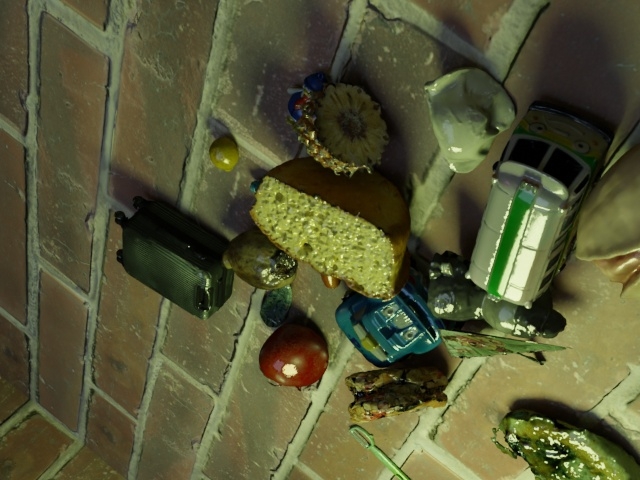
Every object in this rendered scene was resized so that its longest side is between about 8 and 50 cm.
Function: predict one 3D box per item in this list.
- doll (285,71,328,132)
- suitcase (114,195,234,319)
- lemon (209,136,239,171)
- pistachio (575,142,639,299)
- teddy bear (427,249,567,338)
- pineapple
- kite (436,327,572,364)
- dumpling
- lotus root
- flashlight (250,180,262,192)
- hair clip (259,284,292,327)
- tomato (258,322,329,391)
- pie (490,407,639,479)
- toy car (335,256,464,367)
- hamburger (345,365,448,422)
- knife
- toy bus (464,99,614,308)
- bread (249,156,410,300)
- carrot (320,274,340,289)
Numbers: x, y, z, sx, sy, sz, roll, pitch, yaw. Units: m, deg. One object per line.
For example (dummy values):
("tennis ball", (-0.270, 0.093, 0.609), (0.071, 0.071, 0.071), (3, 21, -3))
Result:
("doll", (-0.023, -0.260, 1.667), (0.099, 0.057, 0.143), (52, 139, 15))
("suitcase", (-0.352, 0.041, 2.179), (0.312, 0.128, 0.202), (31, 140, 17))
("lemon", (-0.203, -0.181, 1.896), (0.062, 0.062, 0.083), (13, 130, 34))
("pistachio", (0.496, -0.032, 1.267), (0.230, 0.230, 0.309), (43, 144, 2))
("teddy bear", (0.323, 0.097, 1.632), (0.251, 0.144, 0.171), (14, 170, 12))
("pineapple", (0.020, -0.189, 1.609), (0.176, 0.161, 0.137), (34, 152, -20))
("kite", (0.323, 0.199, 1.690), (0.267, 0.013, 0.323), (20, 161, -26))
("dumpling", (0.248, -0.198, 1.462), (0.134, 0.100, 0.169), (-17, 97, 9))
("lotus root", (-0.139, 0.038, 1.989), (0.214, 0.138, 0.138), (7, 129, 39))
("flashlight", (-0.092, -0.100, 1.886), (0.129, 0.051, 0.051), (19, 136, 37))
("hair clip", (-0.097, 0.142, 2.117), (0.066, 0.036, 0.229), (43, 149, 10))
("tomato", (-0.066, 0.269, 2.121), (0.167, 0.167, 0.167), (24, 138, 24))
("pie", (0.523, 0.494, 1.848), (0.296, 0.078, 0.371), (-11, 116, 45))
("toy car", (0.137, 0.170, 1.832), (0.198, 0.166, 0.314), (51, 143, -3))
("hamburger", (0.165, 0.326, 1.920), (0.231, 0.231, 0.107), (-33, 61, 52))
("knife", (0.160, 0.543, 2.271), (0.212, 0.015, 0.054), (45, 134, 0))
("toy bus", (0.337, -0.048, 1.431), (0.143, 0.179, 0.305), (28, 139, 20))
("bread", (0.046, -0.048, 1.701), (0.340, 0.179, 0.194), (28, 137, 25))
("carrot", (0.000, 0.000, 1.895), (0.043, 0.043, 0.248), (9, 129, 37))
